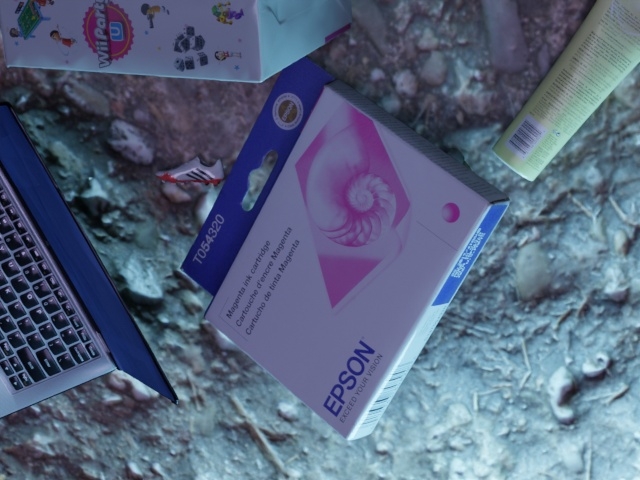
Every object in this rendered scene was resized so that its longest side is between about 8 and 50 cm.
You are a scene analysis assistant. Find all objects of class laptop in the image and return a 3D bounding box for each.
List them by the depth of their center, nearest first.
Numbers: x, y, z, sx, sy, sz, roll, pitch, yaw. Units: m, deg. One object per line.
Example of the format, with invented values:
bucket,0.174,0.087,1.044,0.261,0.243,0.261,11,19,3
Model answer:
laptop,-0.401,0.056,1.586,0.408,0.236,0.382,-23,105,15

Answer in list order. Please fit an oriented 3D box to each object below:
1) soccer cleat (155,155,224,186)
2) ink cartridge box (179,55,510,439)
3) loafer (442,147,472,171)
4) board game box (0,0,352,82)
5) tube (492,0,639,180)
soccer cleat,-0.157,-0.085,1.612,0.083,0.029,0.036,3,102,3
ink cartridge box,0.000,0.000,1.518,0.330,0.071,0.324,37,112,23
loafer,0.098,0.006,1.573,0.087,0.094,0.251,42,110,-4
board game box,-0.148,-0.246,1.406,0.303,0.224,0.097,7,114,24
tube,0.290,-0.176,1.503,0.070,0.062,0.240,19,114,-47
